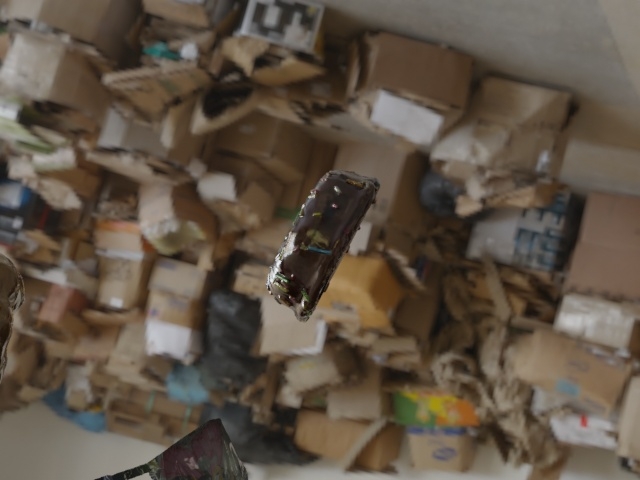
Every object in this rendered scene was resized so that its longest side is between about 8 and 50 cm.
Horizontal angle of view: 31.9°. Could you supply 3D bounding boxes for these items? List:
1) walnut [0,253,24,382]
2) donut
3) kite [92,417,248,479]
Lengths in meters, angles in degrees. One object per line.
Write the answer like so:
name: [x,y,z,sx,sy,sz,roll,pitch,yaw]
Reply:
walnut: [-0.617,0.128,1.661,0.384,0.383,0.383,14,173,2]
donut: [0.000,0.000,1.584,0.089,0.235,0.235,27,173,1]
kite: [-0.219,0.377,1.633,0.022,0.204,0.360,-27,165,31]
